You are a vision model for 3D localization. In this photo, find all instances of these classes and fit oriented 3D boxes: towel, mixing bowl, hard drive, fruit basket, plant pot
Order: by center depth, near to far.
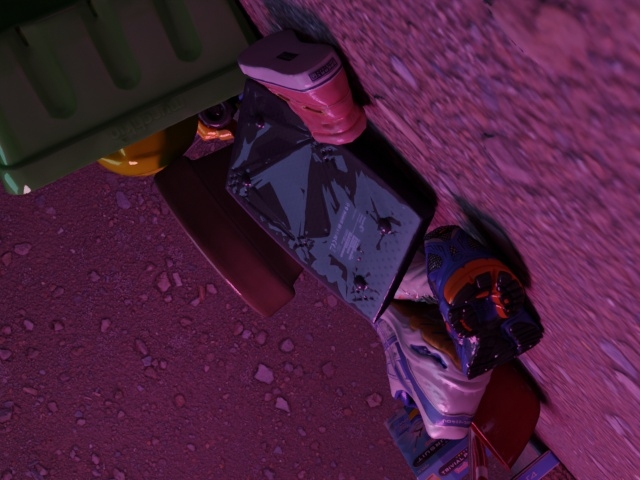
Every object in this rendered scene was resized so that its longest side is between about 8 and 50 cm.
[{"bbox_3d":[0.003,-0.049,0.708,0.255,0.054,0.171,42,136,24],"label":"hard drive"},{"bbox_3d":[-0.261,-0.191,0.896,0.283,0.392,0.392,49,177,43],"label":"fruit basket"},{"bbox_3d":[0.232,0.210,0.898,0.181,0.098,0.181,50,179,2],"label":"mixing bowl"},{"bbox_3d":[-0.070,-0.059,0.952,0.263,0.229,0.263,51,178,3],"label":"plant pot"},{"bbox_3d":[0.314,0.447,1.293,0.329,0.037,0.236,-69,-26,-66],"label":"towel"}]

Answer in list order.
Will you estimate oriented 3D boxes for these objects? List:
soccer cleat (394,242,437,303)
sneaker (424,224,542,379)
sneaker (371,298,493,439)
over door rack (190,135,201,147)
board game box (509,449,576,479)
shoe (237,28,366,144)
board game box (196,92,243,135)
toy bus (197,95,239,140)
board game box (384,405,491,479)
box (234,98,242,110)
[{"bbox_3d":[0.122,0.050,0.785,0.068,0.076,0.196,52,178,-19],"label":"soccer cleat"},{"bbox_3d":[0.146,0.057,0.604,0.221,0.083,0.087,63,-177,-54],"label":"sneaker"},{"bbox_3d":[0.111,0.139,0.834,0.112,0.130,0.296,8,-168,-13],"label":"sneaker"},{"bbox_3d":[-0.344,-0.320,1.486,0.108,0.324,0.239,-13,123,46],"label":"over door rack"},{"bbox_3d":[0.474,0.565,1.243,0.291,0.141,0.232,51,178,24],"label":"board game box"},{"bbox_3d":[-0.019,-0.144,0.622,0.081,0.064,0.178,58,170,-32],"label":"shoe"},{"bbox_3d":[-0.270,-0.302,1.338,0.160,0.212,0.039,51,177,4],"label":"board game box"},{"bbox_3d":[-0.267,-0.273,1.196,0.149,0.212,0.220,-102,-6,-71],"label":"toy bus"},{"bbox_3d":[0.324,0.491,1.721,0.079,0.254,0.336,52,178,-10],"label":"board game box"},{"bbox_3d":[-0.084,-0.199,1.199,0.054,0.059,0.169,52,179,40],"label":"box"}]
